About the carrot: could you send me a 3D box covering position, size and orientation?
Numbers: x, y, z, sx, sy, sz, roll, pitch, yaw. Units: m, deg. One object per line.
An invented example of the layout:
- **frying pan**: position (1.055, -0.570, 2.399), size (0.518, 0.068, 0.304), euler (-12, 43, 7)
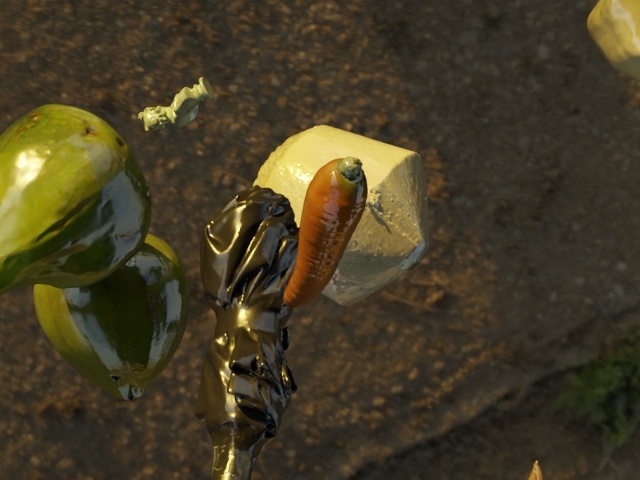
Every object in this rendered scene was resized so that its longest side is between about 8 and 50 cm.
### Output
- **carrot**: position (0.000, 0.000, 0.728), size (0.035, 0.035, 0.142), euler (-11, 144, -27)

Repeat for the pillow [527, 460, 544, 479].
- **pillow**: position (0.310, 0.410, 1.842), size (0.034, 0.211, 0.135), euler (7, 97, 12)

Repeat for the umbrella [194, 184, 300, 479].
- **umbrella**: position (-0.068, 0.108, 1.105), size (0.118, 0.118, 0.340), euler (25, 56, -33)

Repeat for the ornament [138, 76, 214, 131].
- **ornament**: position (-0.171, -0.159, 1.516), size (0.092, 0.068, 0.041), euler (-24, 81, -14)

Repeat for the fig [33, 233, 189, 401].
- **fig**: position (-0.265, 0.102, 1.633), size (0.203, 0.203, 0.225), euler (-10, 92, -27)

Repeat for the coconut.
- **coconut**: position (0.041, -0.031, 1.777), size (0.239, 0.244, 0.239), euler (-46, 149, -40)

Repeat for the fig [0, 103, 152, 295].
- **fig**: position (-0.324, -0.021, 1.392), size (0.275, 0.206, 0.206), euler (-41, 122, -36)

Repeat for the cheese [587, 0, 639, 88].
- **cheese**: position (0.470, -0.279, 1.428), size (0.326, 0.115, 0.318), euler (-8, 81, -4)
